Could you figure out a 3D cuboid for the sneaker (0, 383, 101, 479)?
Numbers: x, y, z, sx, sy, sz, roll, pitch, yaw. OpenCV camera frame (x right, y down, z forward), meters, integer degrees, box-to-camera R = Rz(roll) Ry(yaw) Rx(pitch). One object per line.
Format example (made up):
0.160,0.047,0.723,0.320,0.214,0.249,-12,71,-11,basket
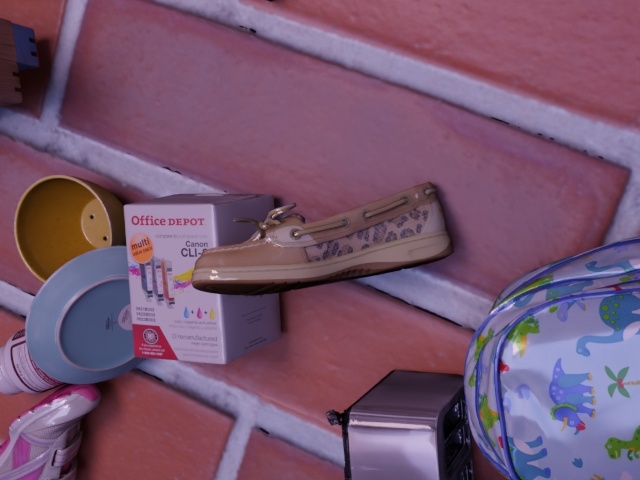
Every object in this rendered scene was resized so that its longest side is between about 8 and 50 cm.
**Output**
-0.352,0.276,1.142,0.111,0.103,0.252,47,116,3,sneaker

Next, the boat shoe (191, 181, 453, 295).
0.000,0.000,0.923,0.285,0.104,0.089,-8,84,-23,boat shoe

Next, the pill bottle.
-0.342,0.143,1.119,0.152,0.086,0.086,-21,90,21,pill bottle

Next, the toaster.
0.094,0.236,0.931,0.110,0.185,0.168,-4,96,24,toaster

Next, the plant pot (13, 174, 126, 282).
-0.287,-0.016,1.072,0.134,0.095,0.134,3,99,18,plant pot

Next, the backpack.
0.313,0.124,0.824,0.355,0.273,0.290,0,105,31,backpack

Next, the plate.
-0.250,0.094,1.036,0.024,0.188,0.188,38,111,46,plate

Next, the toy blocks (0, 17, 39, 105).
-0.493,-0.191,1.046,0.381,0.261,0.191,-7,93,13,toy blocks

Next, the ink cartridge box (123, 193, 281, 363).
-0.131,0.036,1.003,0.128,0.127,0.176,0,97,28,ink cartridge box
